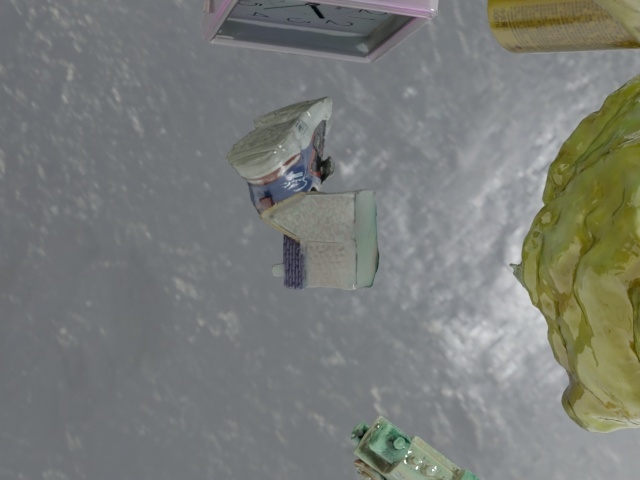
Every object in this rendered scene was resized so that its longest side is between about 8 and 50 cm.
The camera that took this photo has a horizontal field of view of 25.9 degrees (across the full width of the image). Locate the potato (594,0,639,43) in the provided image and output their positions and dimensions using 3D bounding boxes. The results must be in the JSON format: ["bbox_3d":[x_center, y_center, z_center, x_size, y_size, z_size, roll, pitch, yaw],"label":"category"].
[{"bbox_3d":[0.222,-0.175,0.723,0.296,0.191,0.141,8,163,-30],"label":"potato"}]

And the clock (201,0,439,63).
[{"bbox_3d":[-0.006,-0.185,1.029,0.150,0.197,0.063,6,85,-12],"label":"clock"}]

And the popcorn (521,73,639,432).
[{"bbox_3d":[0.305,-0.011,1.084,0.292,0.293,0.334,49,53,-67],"label":"popcorn"}]

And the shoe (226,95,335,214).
[{"bbox_3d":[-0.027,-0.091,1.643,0.099,0.227,0.125,-17,107,25],"label":"shoe"}]

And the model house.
[{"bbox_3d":[0.000,0.000,1.392,0.088,0.100,0.100,-11,99,-72],"label":"model house"}]

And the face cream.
[{"bbox_3d":[0.329,-0.252,1.462,0.105,0.349,0.105,-4,97,-35],"label":"face cream"}]

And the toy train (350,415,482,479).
[{"bbox_3d":[0.125,0.286,1.696,0.194,0.125,0.081,37,72,-5],"label":"toy train"}]

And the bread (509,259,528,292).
[{"bbox_3d":[0.406,0.012,1.590,0.239,0.264,0.395,-43,177,-13],"label":"bread"}]
